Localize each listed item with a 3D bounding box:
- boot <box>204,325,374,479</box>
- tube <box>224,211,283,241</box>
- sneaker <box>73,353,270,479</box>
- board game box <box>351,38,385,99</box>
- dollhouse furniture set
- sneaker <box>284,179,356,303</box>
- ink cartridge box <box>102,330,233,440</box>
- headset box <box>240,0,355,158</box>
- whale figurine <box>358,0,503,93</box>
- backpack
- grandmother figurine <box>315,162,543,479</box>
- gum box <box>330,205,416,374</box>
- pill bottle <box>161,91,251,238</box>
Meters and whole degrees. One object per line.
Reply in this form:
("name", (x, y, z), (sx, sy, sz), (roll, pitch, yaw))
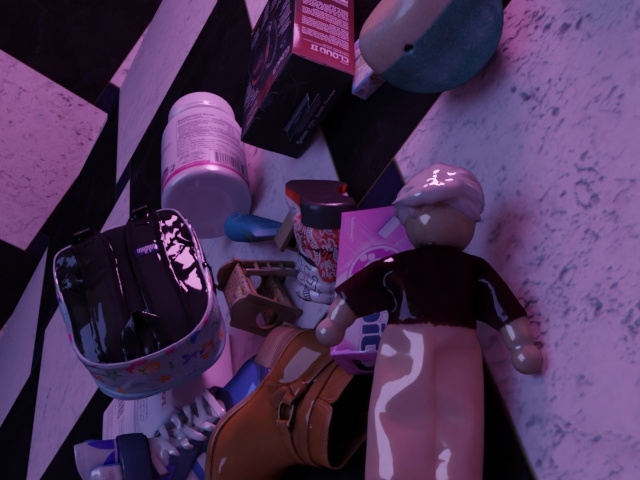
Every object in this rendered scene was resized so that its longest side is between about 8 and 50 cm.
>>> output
("boot", (-0.028, 0.246, 0.978), (0.220, 0.109, 0.283), (10, 72, 59))
("tube", (-0.102, -0.018, 1.323), (0.207, 0.080, 0.052), (-172, 72, -66))
("sneaker", (-0.205, 0.281, 1.104), (0.322, 0.236, 0.130), (-66, 27, 7))
("board game box", (0.101, -0.290, 1.186), (0.154, 0.026, 0.103), (-38, 40, 46))
("dollhouse furniture set", (-0.062, 0.058, 1.151), (0.161, 0.101, 0.182), (-61, 28, 16))
("sneaker", (-0.001, 0.000, 1.091), (0.270, 0.090, 0.145), (-115, 25, -77))
("ink cartridge box", (-0.252, 0.288, 1.323), (0.273, 0.115, 0.198), (-53, 31, 29))
("headset box", (-0.039, -0.295, 1.329), (0.218, 0.110, 0.293), (129, 150, -47))
("whale figurine", (0.158, -0.284, 0.998), (0.216, 0.141, 0.272), (-42, 13, 42))
("backpack", (-0.253, 0.104, 1.172), (0.253, 0.225, 0.191), (-121, 13, -45))
("grandmother figurine", (0.100, 0.085, 0.768), (0.104, 0.208, 0.342), (97, -178, -72))
("gum box", (0.076, 0.056, 0.888), (0.107, 0.062, 0.188), (-7, 59, 22))
("pill bottle", (-0.219, -0.150, 1.530), (0.160, 0.160, 0.283), (-52, 31, 30))
